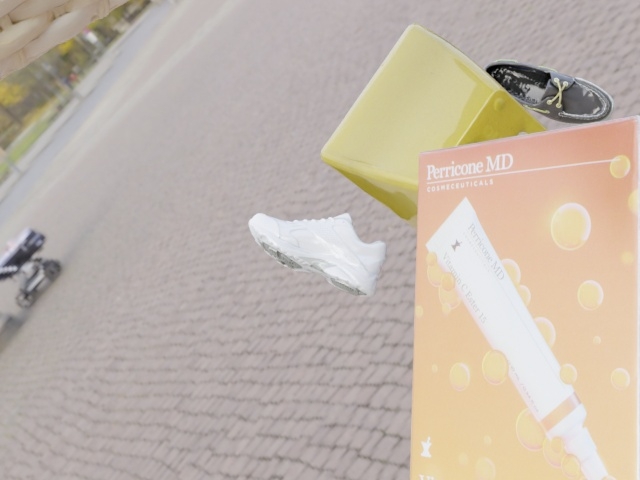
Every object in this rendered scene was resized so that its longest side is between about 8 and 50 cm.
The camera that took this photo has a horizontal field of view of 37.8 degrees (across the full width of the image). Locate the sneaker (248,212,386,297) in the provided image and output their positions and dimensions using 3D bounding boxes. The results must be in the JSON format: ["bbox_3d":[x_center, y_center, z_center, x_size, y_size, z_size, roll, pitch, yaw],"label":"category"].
[{"bbox_3d":[0.000,0.000,1.497,0.090,0.232,0.115,99,-163,-73],"label":"sneaker"}]

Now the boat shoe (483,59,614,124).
[{"bbox_3d":[0.382,-0.251,1.586,0.069,0.228,0.081,-9,-63,-68],"label":"boat shoe"}]

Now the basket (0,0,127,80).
[{"bbox_3d":[-0.233,-0.289,0.518,0.331,0.266,0.328,-38,-20,-21],"label":"basket"}]

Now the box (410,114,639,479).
[{"bbox_3d":[0.203,0.097,0.731,0.215,0.168,0.345,-5,82,51],"label":"box"}]

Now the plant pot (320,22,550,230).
[{"bbox_3d":[0.168,-0.111,1.154,0.212,0.212,0.187,-55,32,2],"label":"plant pot"}]
